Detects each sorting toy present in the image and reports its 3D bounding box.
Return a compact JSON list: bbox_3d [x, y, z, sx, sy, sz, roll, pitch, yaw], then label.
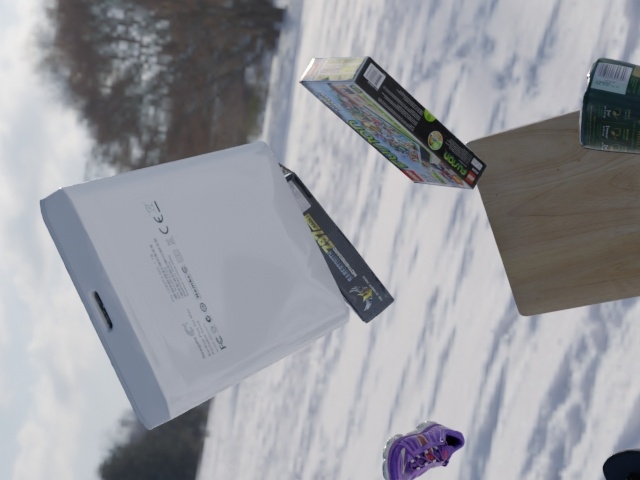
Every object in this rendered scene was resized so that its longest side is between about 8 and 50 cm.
[{"bbox_3d":[0.358,-0.050,1.605,0.089,0.257,0.256,-28,-79,-53],"label":"sorting toy"}]

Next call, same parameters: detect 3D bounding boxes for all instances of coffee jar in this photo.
[{"bbox_3d":[0.367,-0.129,1.243,0.096,0.184,0.079,83,-153,-45],"label":"coffee jar"}]

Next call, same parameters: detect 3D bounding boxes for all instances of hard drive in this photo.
[{"bbox_3d":[-0.097,0.025,1.074,0.307,0.040,0.203,-22,-95,-60],"label":"hard drive"}]

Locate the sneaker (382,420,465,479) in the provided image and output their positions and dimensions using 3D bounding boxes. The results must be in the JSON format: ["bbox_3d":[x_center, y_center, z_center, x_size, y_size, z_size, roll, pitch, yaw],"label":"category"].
[{"bbox_3d":[0.144,0.297,1.674,0.170,0.071,0.068,-26,-68,-49],"label":"sneaker"}]

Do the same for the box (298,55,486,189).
[{"bbox_3d":[0.083,-0.132,1.359,0.114,0.207,0.036,11,67,57],"label":"box"}]

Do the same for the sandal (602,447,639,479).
[{"bbox_3d":[0.520,0.407,1.773,0.054,0.254,0.097,-2,-47,-54],"label":"sandal"}]

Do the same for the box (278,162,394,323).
[{"bbox_3d":[0.000,0.000,1.705,0.059,0.233,0.183,-38,12,-1],"label":"box"}]
